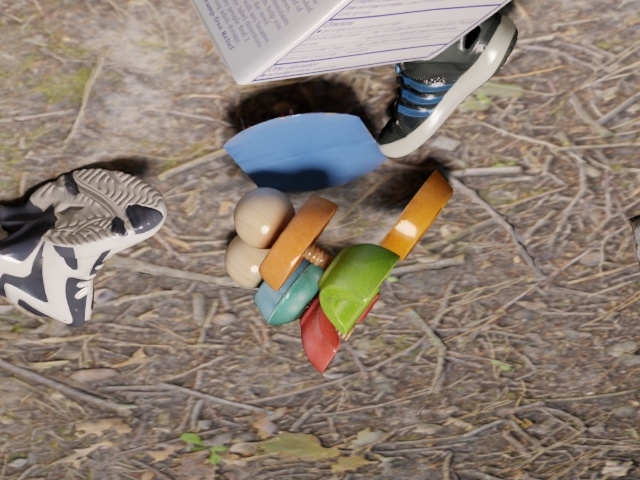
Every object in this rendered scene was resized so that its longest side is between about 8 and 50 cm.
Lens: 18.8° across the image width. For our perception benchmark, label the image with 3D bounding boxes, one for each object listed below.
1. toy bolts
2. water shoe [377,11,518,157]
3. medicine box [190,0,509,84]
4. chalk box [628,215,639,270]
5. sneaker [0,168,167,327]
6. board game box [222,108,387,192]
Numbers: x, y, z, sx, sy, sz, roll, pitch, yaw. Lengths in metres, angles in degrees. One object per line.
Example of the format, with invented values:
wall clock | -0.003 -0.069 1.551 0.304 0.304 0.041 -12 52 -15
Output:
toy bolts | 0.000 0.000 1.937 0.158 0.218 0.228 36 147 4
water shoe | 0.100 -0.156 1.775 0.080 0.073 0.203 36 134 -10
medicine box | 0.075 -0.258 1.440 0.289 0.149 0.263 -36 167 34
chalk box | 0.453 0.024 2.023 0.213 0.132 0.132 -20 143 20
sneaker | -0.235 0.015 1.924 0.235 0.094 0.153 -19 145 17
board game box | -0.014 -0.097 1.851 0.133 0.033 0.168 -13 156 14
